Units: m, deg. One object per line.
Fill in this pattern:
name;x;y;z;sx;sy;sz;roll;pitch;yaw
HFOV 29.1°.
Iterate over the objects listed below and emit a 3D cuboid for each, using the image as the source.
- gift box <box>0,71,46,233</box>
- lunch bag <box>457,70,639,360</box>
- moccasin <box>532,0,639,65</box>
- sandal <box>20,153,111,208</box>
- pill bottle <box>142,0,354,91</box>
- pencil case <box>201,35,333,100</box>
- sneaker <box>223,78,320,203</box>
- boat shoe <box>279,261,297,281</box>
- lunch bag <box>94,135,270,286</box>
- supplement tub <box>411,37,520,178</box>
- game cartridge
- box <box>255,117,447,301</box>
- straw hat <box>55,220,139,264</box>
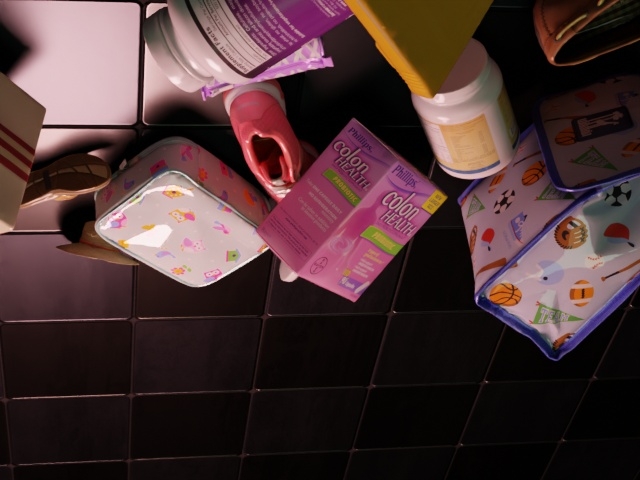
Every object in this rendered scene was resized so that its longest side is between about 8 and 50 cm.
gift box;-0.580;-0.160;1.754;0.255;0.276;0.258;-16;144;27
lunch bag;0.414;-0.068;1.963;0.239;0.328;0.385;34;118;-20
moccasin;0.503;-0.362;1.809;0.380;0.147;0.139;-18;139;9
sandal;-0.421;-0.091;1.998;0.180;0.072;0.049;-17;154;10
pill bottle;-0.081;-0.337;1.694;0.323;0.181;0.181;-29;136;21
pencil case;-0.090;-0.273;1.837;0.206;0.088;0.086;-16;141;6
sneaker;-0.072;-0.120;1.979;0.116;0.136;0.314;-19;139;12
boat shoe;0.000;0.000;2.176;0.070;0.078;0.219;16;131;-26
lunch bag;-0.234;-0.043;2.057;0.224;0.108;0.279;-31;134;27
supplement tub;0.225;-0.208;1.932;0.144;0.144;0.200;-18;138;9
game cartridge;0.143;-0.386;1.631;0.285;0.052;0.323;-58;145;-9
box;0.054;-0.044;1.998;0.243;0.117;0.213;-49;150;7
straw hat;-0.374;-0.003;2.105;0.144;0.144;0.061;11;94;-23
